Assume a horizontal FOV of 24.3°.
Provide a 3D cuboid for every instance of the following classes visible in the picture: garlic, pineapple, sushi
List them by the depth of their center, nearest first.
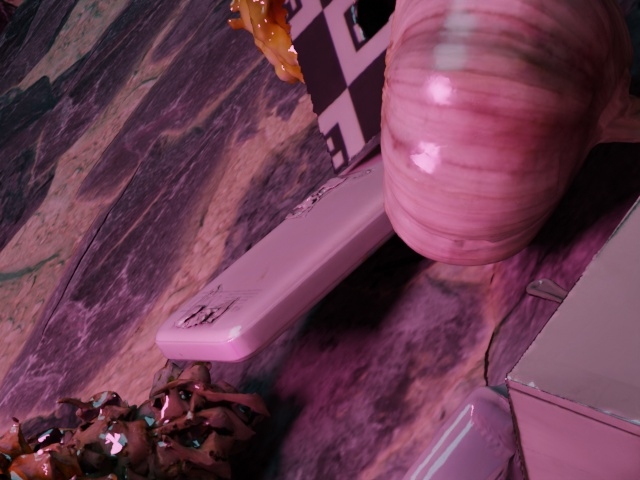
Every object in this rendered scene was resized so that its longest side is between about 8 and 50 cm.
[{"bbox_3d":[0.163,-0.101,0.994,0.253,0.245,0.245,6,50,19],"label":"garlic"},{"bbox_3d":[-0.151,0.190,1.090,0.262,0.262,0.271,-25,10,43],"label":"pineapple"},{"bbox_3d":[0.085,-0.280,1.273,0.296,0.100,0.373,-45,50,36],"label":"sushi"}]

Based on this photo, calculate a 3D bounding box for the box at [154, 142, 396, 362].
[{"bbox_3d":[0.000,0.000,1.171,0.285,0.044,0.142,-40,16,-27],"label":"box"}]

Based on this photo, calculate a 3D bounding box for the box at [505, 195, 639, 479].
[{"bbox_3d":[0.183,0.044,0.680,0.086,0.129,0.225,18,50,34],"label":"box"}]

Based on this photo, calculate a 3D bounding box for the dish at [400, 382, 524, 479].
[{"bbox_3d":[0.113,0.153,0.793,0.182,0.080,0.243,-50,24,-2],"label":"dish"}]

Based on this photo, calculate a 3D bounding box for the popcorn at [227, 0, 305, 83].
[{"bbox_3d":[0.012,-0.250,1.454,0.189,0.169,0.218,-36,45,42],"label":"popcorn"}]

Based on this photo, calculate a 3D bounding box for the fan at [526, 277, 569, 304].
[{"bbox_3d":[0.177,0.052,0.849,0.132,0.009,0.220,-27,22,-14],"label":"fan"}]
